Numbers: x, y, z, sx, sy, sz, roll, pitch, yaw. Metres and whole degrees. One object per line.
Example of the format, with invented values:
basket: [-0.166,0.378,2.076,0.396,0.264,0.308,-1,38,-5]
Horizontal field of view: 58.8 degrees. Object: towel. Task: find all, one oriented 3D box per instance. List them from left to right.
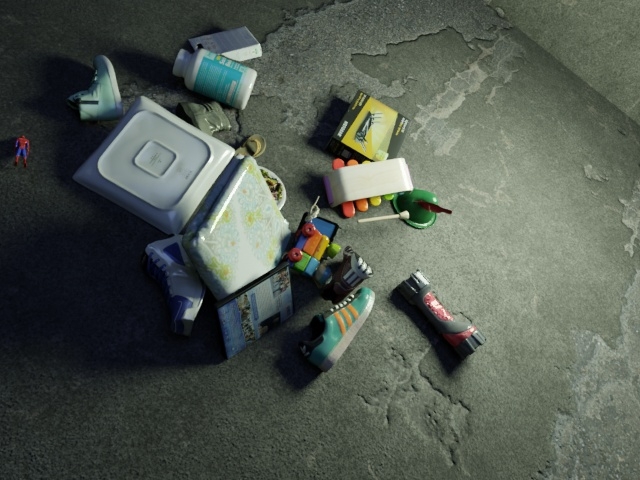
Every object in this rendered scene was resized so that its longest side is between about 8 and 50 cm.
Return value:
towel: [-0.220,-0.010,1.557,0.090,0.320,0.374,-2,45,27]

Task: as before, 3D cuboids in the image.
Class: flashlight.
flashlight: [0.383,0.224,1.783,0.103,0.103,0.304,-30,75,-34]

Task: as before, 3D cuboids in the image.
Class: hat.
hat: [0.379,-0.155,1.976,0.208,0.183,0.173,47,53,10]

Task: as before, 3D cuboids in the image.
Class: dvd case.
dvd case: [-0.172,0.185,1.527,0.022,0.180,0.253,25,42,38]

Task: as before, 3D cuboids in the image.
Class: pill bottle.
pill bottle: [-0.361,-0.559,1.937,0.264,0.146,0.146,20,53,-11]

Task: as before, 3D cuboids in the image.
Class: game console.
game console: [-0.014,-0.014,1.781,0.122,0.071,0.107,21,46,-10]

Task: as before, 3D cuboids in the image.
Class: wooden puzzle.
wooden puzzle: [0.008,0.109,1.748,0.079,0.014,0.116,-28,73,-35]

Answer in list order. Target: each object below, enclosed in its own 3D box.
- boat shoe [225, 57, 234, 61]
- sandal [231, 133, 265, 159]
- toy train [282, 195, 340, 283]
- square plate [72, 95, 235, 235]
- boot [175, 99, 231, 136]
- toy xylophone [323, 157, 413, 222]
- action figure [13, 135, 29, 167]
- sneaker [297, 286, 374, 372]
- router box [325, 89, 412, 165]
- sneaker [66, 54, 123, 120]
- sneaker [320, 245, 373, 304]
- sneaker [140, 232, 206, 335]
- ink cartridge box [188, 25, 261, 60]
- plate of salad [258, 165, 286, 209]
boat shoe: [-0.386,-0.627,2.042,0.153,0.048,0.056,-9,72,-21]
sandal: [-0.233,-0.308,1.885,0.072,0.049,0.180,37,42,3]
toy train: [0.000,0.000,1.720,0.143,0.105,0.248,30,73,-8]
square plate: [-0.484,-0.234,1.681,0.344,0.049,0.347,30,67,-1]
boot: [-0.356,-0.366,1.860,0.161,0.083,0.246,-14,67,-37]
toy xylophone: [0.175,-0.170,1.921,0.323,0.081,0.236,-3,81,-15]
action figure: [-0.843,-0.253,1.600,0.038,0.030,0.115,5,52,-27]
sneaker: [0.049,0.227,1.630,0.121,0.108,0.302,39,53,-1]
router box: [0.184,-0.392,2.110,0.243,0.081,0.308,29,52,-5]
sneaker: [-0.714,-0.477,1.762,0.151,0.094,0.255,-11,63,-26]
sneaker: [0.063,0.107,1.682,0.162,0.281,0.106,-43,89,2]
sneaker: [-0.397,0.099,1.518,0.182,0.127,0.315,12,48,-12]
ink cartridge box: [-0.349,-0.705,2.077,0.225,0.056,0.181,-20,46,-12]
plate of salad: [-0.203,-0.168,1.815,0.200,0.048,0.199,11,55,-16]
